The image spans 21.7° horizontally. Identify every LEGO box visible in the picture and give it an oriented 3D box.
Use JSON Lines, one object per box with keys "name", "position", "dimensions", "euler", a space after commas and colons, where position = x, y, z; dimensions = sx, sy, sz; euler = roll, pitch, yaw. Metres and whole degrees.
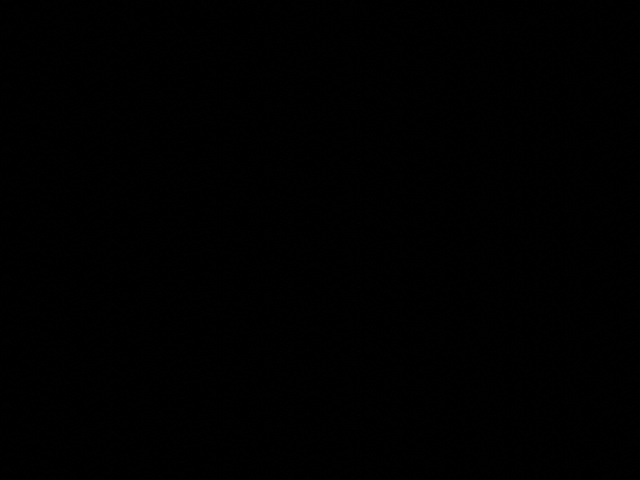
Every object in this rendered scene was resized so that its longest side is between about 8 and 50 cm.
{"name": "LEGO box", "position": [0.000, 0.000, 0.238], "dimensions": [0.500, 0.193, 0.372], "euler": [-65, -37, -80]}
